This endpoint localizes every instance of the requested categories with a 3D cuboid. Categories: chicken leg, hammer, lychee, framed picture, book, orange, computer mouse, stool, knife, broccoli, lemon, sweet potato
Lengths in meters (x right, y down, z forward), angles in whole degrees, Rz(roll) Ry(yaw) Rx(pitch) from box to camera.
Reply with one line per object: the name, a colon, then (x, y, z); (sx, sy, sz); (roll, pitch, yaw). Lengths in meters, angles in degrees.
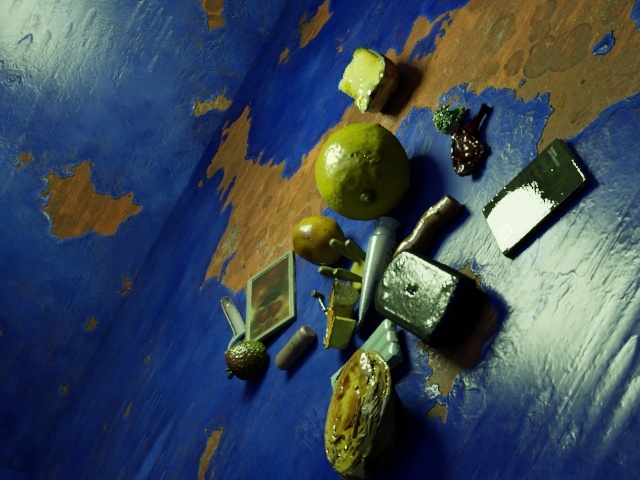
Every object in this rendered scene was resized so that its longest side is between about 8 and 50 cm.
chicken leg: (0.361, -0.240, 1.808); (0.093, 0.053, 0.204); (-11, 60, 30)
hammer: (0.007, 0.177, 2.074); (0.019, 0.036, 0.110); (-55, 36, 17)
lychee: (-0.224, 0.356, 2.225); (0.147, 0.114, 0.114); (-36, 32, 9)
framed picture: (-0.154, 0.179, 2.338); (0.211, 0.020, 0.289); (-35, 35, 27)
book: (0.438, -0.089, 1.550); (0.228, 0.024, 0.160); (-47, 31, 28)
orange: (0.000, 0.000, 2.126); (0.134, 0.156, 0.157); (-51, 20, -26)
computer mouse: (0.231, 0.126, 1.633); (0.269, 0.100, 0.170); (32, 98, 59)
stool: (0.075, 0.063, 1.964); (0.135, 0.111, 0.134); (-45, 30, 29)
knife: (-0.284, 0.274, 2.462); (0.123, 0.053, 0.278); (-33, 31, -2)
broccoli: (0.330, -0.310, 1.922); (0.092, 0.097, 0.095); (-22, 53, -11)
lemon: (0.111, -0.182, 1.975); (0.260, 0.260, 0.284); (-34, 22, 45)
sweet potato: (0.228, 0.007, 1.798); (0.281, 0.059, 0.067); (-51, 19, 18)

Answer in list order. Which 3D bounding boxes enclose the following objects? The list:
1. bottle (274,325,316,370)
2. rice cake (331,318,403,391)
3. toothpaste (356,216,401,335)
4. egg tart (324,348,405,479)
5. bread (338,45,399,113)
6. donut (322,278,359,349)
bottle: (-0.069, 0.296, 2.066); (0.140, 0.053, 0.053); (-51, 28, 21)
rice cake: (0.107, 0.296, 1.756); (0.237, 0.043, 0.127); (-49, 30, 27)
toothpaste: (0.134, 0.087, 1.877); (0.114, 0.073, 0.299); (90, -164, -71)
egg tart: (0.099, 0.378, 1.607); (0.297, 0.132, 0.296); (-165, 90, -70)
bread: (0.169, -0.474, 2.284); (0.174, 0.133, 0.251); (-62, 28, 15)
donut: (0.050, 0.197, 1.888); (0.181, 0.078, 0.146); (-88, 9, -49)
